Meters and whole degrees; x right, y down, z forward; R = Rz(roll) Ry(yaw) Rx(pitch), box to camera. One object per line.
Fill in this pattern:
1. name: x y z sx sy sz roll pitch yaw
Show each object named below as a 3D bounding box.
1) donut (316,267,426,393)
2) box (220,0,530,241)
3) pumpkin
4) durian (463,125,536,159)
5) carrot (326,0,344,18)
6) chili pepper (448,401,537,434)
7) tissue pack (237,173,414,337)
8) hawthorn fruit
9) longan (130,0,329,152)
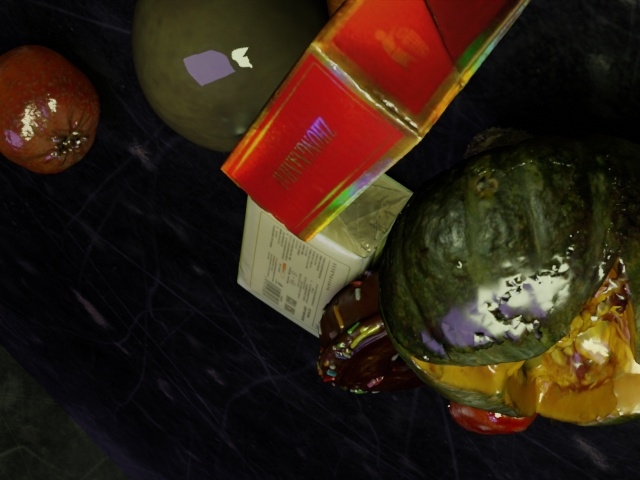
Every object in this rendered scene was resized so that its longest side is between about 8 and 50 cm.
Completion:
1. donut: 0.099 0.090 1.242 0.235 0.235 0.089 105 150 -61
2. box: 0.078 -0.160 0.759 0.089 0.313 0.197 41 153 -5
3. pumpkin: 0.207 0.039 0.959 0.320 0.192 0.320 4 152 2
4. durian: 0.173 -0.065 1.051 0.080 0.080 0.091 23 160 31
5. carrot: 0.046 -0.185 1.019 0.087 0.087 0.193 23 150 31
6. chili pepper: 0.220 0.193 1.365 0.192 0.086 0.084 129 120 -72
7. tissue pack: 0.000 0.000 1.314 0.159 0.125 0.234 33 151 12
8. hawthorn fruit: -0.407 -0.213 1.552 0.285 0.165 0.165 50 164 38
9. longan: -0.084 -0.187 1.069 0.196 0.196 0.220 41 165 -2
